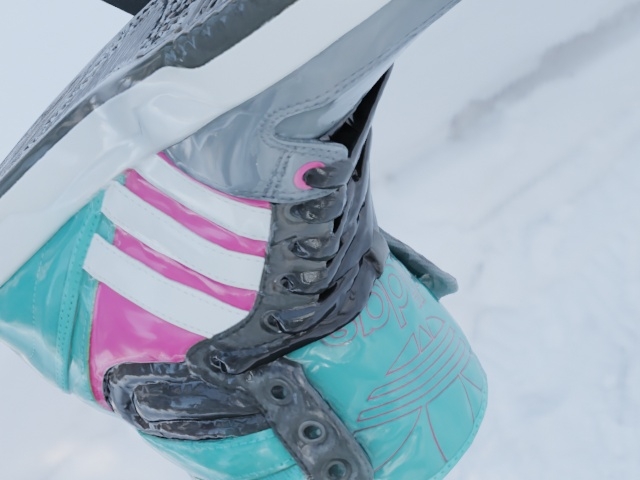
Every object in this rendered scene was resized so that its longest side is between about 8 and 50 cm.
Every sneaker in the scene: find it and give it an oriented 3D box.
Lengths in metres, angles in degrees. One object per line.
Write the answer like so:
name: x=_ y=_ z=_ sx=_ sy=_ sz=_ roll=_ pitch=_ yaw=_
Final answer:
sneaker: x=0.000 y=0.000 z=0.555 sx=0.295 sy=0.178 sz=0.124 roll=-33 pitch=21 yaw=50

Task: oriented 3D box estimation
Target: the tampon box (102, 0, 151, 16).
tampon box: x=-0.036 y=-0.159 z=0.814 sx=0.120 sy=0.161 sz=0.101 roll=-62 pitch=8 yaw=19
